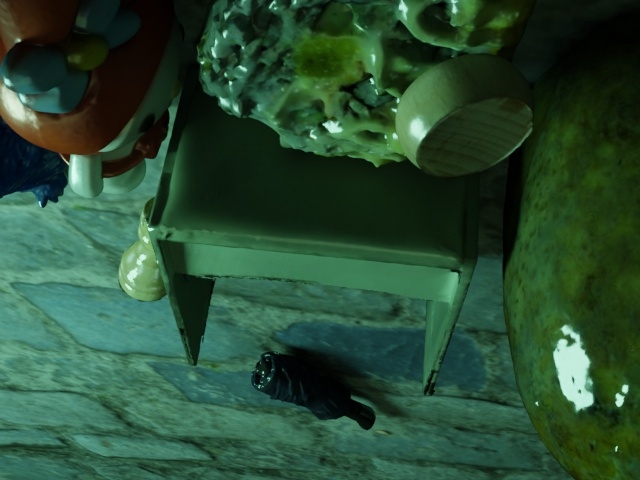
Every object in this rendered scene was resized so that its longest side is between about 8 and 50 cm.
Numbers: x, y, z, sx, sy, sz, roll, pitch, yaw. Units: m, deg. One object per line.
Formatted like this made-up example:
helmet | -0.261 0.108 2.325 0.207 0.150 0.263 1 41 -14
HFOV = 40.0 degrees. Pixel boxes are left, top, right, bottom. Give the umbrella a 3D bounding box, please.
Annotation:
umbrella | 0.001 0.209 1.215 0.071 0.071 0.248 -22 145 37

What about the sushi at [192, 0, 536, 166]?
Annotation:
sushi | 0.029 -0.157 0.557 0.184 0.139 0.274 15 144 -17

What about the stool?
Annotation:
stool | 0.000 0.000 0.780 0.243 0.170 0.270 6 148 3

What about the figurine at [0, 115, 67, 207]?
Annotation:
figurine | -0.307 -0.077 0.759 0.164 0.121 0.262 10 150 -12

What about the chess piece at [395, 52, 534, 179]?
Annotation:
chess piece | 0.086 -0.074 0.527 0.083 0.038 0.084 -12 149 -7

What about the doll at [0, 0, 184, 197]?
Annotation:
doll | -0.163 -0.134 0.606 0.130 0.161 0.290 15 156 5

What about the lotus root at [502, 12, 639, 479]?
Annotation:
lotus root | 0.254 0.028 0.631 0.250 0.346 0.250 3 155 1

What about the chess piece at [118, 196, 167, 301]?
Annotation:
chess piece | -0.172 0.008 0.920 0.066 0.066 0.122 14 143 -12
